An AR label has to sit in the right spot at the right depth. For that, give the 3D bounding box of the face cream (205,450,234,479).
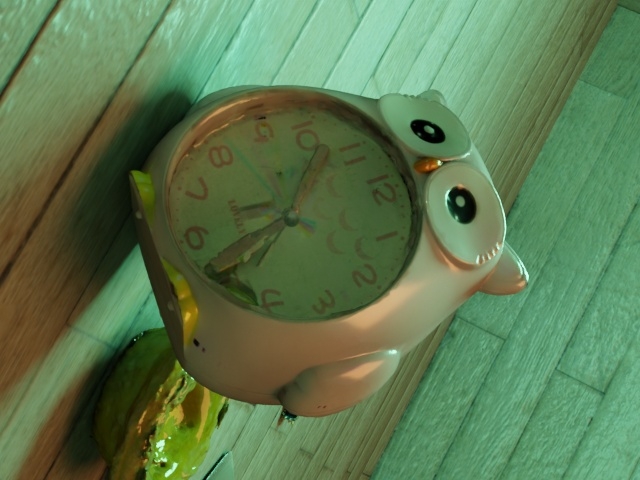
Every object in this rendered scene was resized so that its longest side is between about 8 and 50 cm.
[{"bbox_3d":[-0.184,0.516,2.103,0.143,0.089,0.314,-47,150,-43],"label":"face cream"}]

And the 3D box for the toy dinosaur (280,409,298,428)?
[{"bbox_3d":[-0.049,0.315,2.295,0.047,0.031,0.083,-38,150,-62],"label":"toy dinosaur"}]

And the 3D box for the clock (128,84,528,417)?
[{"bbox_3d":[0.000,0.000,1.287,0.377,0.368,0.250,-16,158,-16],"label":"clock"}]

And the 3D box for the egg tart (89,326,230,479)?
[{"bbox_3d":[-0.188,0.198,1.495,0.288,0.118,0.288,-54,160,-30],"label":"egg tart"}]
